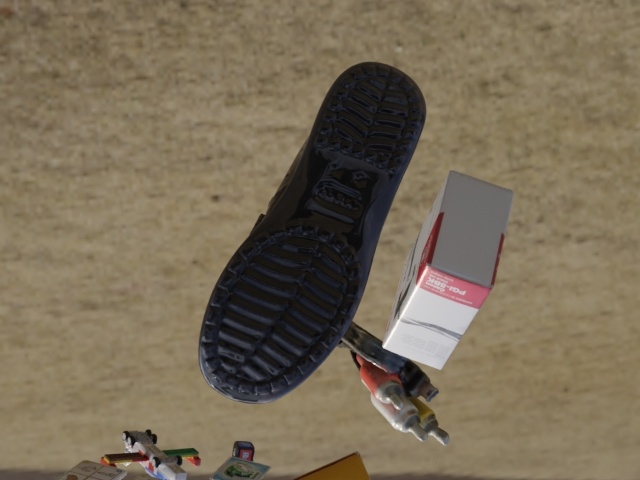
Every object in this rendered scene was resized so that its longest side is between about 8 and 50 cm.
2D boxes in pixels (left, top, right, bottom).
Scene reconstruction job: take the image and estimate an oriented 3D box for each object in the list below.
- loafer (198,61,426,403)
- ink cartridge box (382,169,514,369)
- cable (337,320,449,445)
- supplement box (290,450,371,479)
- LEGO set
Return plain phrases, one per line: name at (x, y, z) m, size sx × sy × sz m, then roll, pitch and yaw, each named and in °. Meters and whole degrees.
loafer at (0.000, 0.000, 1.285) m, size 0.134 × 0.366 × 0.130 m, roll 30°, pitch 176°, yaw 1°
ink cartridge box at (0.100, 0.026, 1.013) m, size 0.056 × 0.099 × 0.135 m, roll 19°, pitch 144°, yaw -2°
cable at (0.037, 0.133, 1.457) m, size 0.287 × 0.072 × 0.139 m, roll 32°, pitch 170°, yaw 49°
supplement box at (0.007, 0.240, 0.564) m, size 0.129 × 0.191 × 0.194 m, roll -22°, pitch 138°, yaw -5°
LEGO set at (-0.156, 0.261, 1.357) m, size 0.182 × 0.060 × 0.244 m, roll 12°, pitch -168°, yaw 12°
